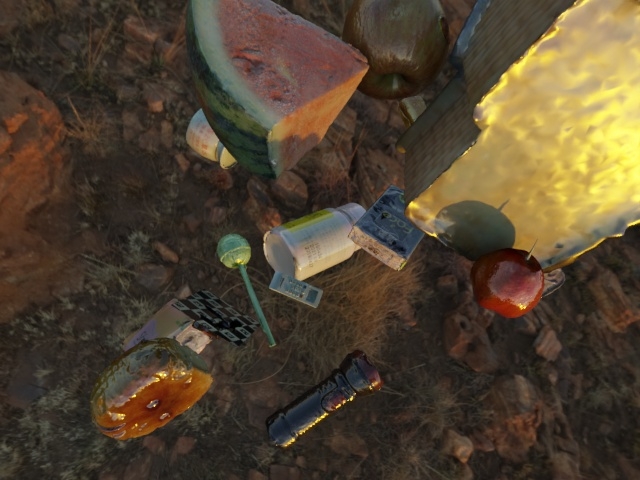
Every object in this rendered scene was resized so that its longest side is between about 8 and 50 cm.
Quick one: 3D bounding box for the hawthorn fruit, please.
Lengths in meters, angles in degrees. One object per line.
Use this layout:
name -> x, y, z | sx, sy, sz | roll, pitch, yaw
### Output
hawthorn fruit -> 0.333, 0.072, 0.713 | 0.125, 0.140, 0.125 | 20, 59, -37

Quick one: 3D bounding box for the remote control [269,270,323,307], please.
remote control -> -0.076, 0.153, 1.276 | 0.162, 0.029, 0.061 | 25, 72, -7

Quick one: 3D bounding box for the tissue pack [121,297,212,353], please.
tissue pack -> -0.446, 0.294, 1.182 | 0.215, 0.257, 0.123 | -43, 116, -22

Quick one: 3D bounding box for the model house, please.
model house -> 0.393, -0.227, 0.764 | 0.395, 0.445, 0.400 | 25, 43, -17

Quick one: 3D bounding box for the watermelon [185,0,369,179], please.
watermelon -> -0.087, -0.270, 0.651 | 0.293, 0.250, 0.283 | -39, 60, 11

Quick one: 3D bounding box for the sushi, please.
sushi -> -0.260, 0.207, 1.027 | 0.193, 0.279, 0.043 | 32, 90, -1

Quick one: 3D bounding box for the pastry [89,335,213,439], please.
pastry -> -0.316, 0.276, 0.775 | 0.218, 0.229, 0.100 | -14, 40, -33

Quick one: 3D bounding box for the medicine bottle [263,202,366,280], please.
medicine bottle -> 0.000, 0.000, 1.520 | 0.379, 0.213, 0.213 | -22, 76, -32

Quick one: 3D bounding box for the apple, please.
apple -> 0.141, -0.381, 0.788 | 0.211, 0.211, 0.187 | 9, 81, -17

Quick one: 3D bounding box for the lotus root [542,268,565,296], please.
lotus root -> 0.523, 0.092, 1.045 | 0.159, 0.135, 0.095 | 16, 95, 4

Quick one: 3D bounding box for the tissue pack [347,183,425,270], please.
tissue pack -> 0.208, -0.045, 1.142 | 0.173, 0.073, 0.235 | 35, 52, 13

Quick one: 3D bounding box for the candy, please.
candy -> -0.249, 0.169, 1.453 | 0.119, 0.119, 0.439 | -18, 69, -27

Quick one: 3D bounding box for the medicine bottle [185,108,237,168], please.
medicine bottle -> -0.300, -0.305, 1.213 | 0.143, 0.147, 0.147 | 34, 59, 7

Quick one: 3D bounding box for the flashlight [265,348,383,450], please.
flashlight -> 0.005, 0.302, 0.769 | 0.232, 0.093, 0.093 | -34, 81, -6

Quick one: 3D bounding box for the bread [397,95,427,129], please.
bread -> 0.271, -0.347, 1.157 | 0.074, 0.053, 0.132 | -13, 70, -16
